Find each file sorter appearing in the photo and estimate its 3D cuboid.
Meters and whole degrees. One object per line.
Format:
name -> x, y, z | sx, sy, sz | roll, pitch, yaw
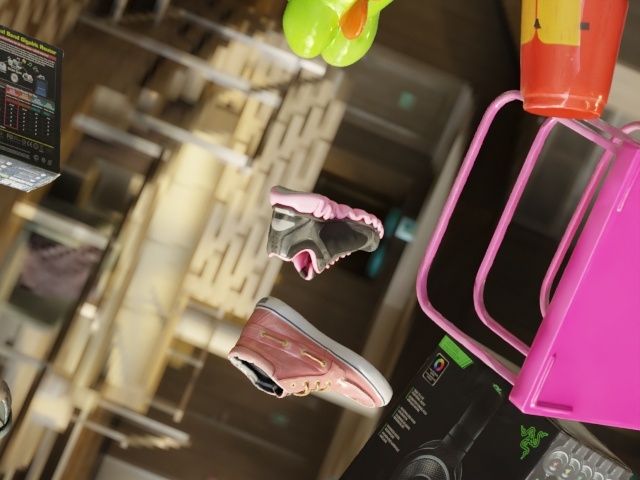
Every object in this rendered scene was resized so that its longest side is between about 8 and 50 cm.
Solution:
file sorter -> 0.250, 0.018, 1.213 | 0.182, 0.290, 0.202 | 40, -67, 52

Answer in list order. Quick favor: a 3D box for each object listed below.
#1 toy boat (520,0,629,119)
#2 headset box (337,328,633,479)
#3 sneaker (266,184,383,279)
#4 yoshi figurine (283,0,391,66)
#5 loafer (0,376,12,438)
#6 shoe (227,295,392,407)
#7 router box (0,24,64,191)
toy boat -> 0.260, -0.125, 0.810 | 0.267, 0.318, 0.148 | 26, 71, -83
headset box -> 0.174, 0.269, 1.743 | 0.283, 0.131, 0.246 | -53, -145, 7
sneaker -> 0.000, 0.000, 1.058 | 0.119, 0.047, 0.057 | 17, 83, -55
yoshi figurine -> 0.040, -0.339, 1.366 | 0.203, 0.203, 0.362 | -44, 158, -73
loafer -> -0.461, 0.197, 1.673 | 0.096, 0.267, 0.084 | 62, -26, 25
shoe -> -0.012, 0.142, 1.654 | 0.081, 0.178, 0.063 | -57, -170, -25
router box -> -0.219, -0.092, 0.968 | 0.038, 0.122, 0.092 | -22, -120, 40
